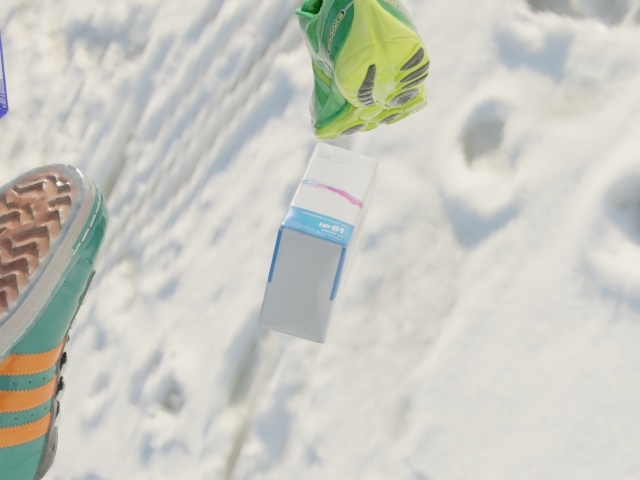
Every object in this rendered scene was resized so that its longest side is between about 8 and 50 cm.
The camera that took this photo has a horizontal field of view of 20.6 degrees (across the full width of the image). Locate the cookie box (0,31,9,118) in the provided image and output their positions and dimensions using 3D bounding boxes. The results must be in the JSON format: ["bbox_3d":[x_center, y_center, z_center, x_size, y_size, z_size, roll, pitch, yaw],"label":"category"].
[{"bbox_3d":[-0.345,-0.150,1.691,0.092,0.040,0.107,-34,54,35],"label":"cookie box"}]

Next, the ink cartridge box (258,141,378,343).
[{"bbox_3d":[0.000,0.000,1.258,0.122,0.052,0.088,-70,-6,-55],"label":"ink cartridge box"}]

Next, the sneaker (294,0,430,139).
[{"bbox_3d":[0.038,-0.170,1.576,0.295,0.109,0.123,118,136,-78],"label":"sneaker"}]

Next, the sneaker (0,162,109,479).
[{"bbox_3d":[-0.222,0.091,1.193,0.108,0.121,0.302,35,93,42],"label":"sneaker"}]
